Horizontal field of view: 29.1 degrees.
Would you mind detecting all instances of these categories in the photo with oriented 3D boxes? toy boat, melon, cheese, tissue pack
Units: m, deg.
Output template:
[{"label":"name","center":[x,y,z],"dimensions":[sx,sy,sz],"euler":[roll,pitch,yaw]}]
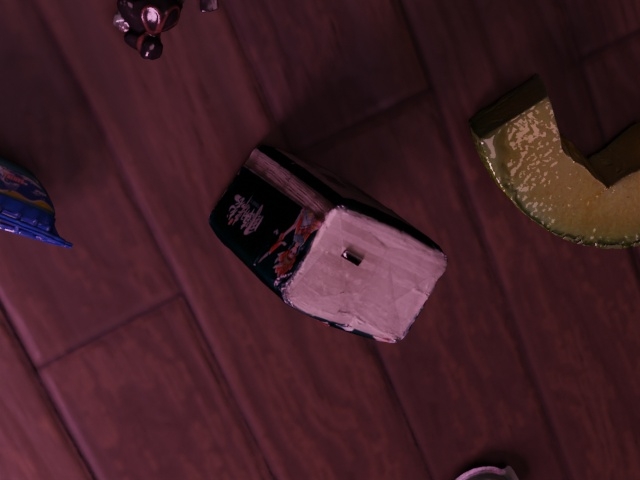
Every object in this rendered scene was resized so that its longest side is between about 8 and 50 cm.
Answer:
[{"label":"toy boat","center":[-0.250,-0.011,0.822],"dimensions":[0.175,0.091,0.110],"euler":[19,82,-29]},{"label":"melon","center":[0.211,-0.060,0.982],"dimensions":[0.209,0.064,0.118],"euler":[26,98,-22]},{"label":"cheese","center":[0.120,0.235,1.065],"dimensions":[0.120,0.026,0.067],"euler":[-28,114,-8]},{"label":"tissue pack","center":[0.000,0.000,0.867],"dimensions":[0.103,0.170,0.090],"euler":[26,98,-27]}]

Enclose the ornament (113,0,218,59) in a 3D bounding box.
[{"label":"ornament","center":[-0.081,-0.217,0.825],"dimensions":[0.166,0.153,0.196],"euler":[23,122,-23]}]
